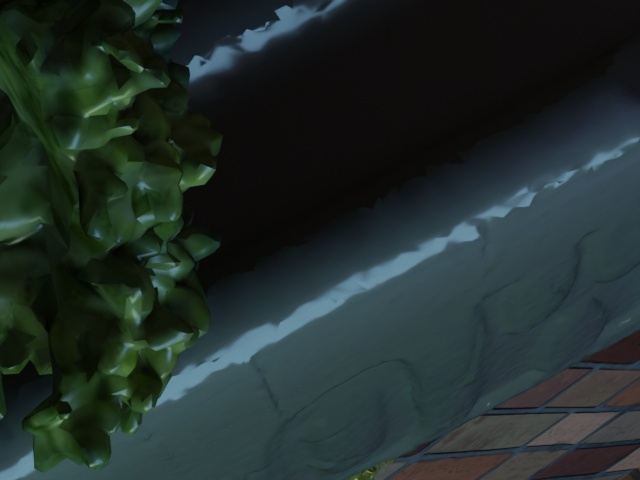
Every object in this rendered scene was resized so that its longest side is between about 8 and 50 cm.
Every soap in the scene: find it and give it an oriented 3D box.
[{"bbox_3d":[0.000,0.000,0.898,0.435,0.213,0.350,-26,159,-7],"label":"soap"}]

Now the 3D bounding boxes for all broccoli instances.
[{"bbox_3d":[-0.192,-0.004,0.533,0.338,0.277,0.317,-18,-153,47],"label":"broccoli"}]

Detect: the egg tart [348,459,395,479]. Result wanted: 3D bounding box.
[{"bbox_3d":[-0.031,0.216,1.485,0.212,0.090,0.212,-23,156,-11],"label":"egg tart"}]
